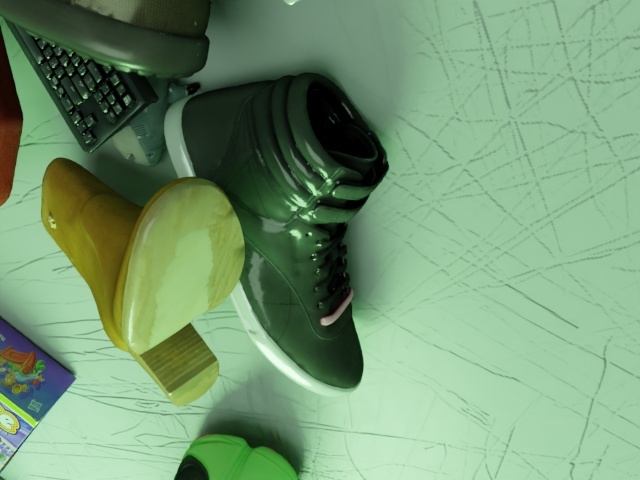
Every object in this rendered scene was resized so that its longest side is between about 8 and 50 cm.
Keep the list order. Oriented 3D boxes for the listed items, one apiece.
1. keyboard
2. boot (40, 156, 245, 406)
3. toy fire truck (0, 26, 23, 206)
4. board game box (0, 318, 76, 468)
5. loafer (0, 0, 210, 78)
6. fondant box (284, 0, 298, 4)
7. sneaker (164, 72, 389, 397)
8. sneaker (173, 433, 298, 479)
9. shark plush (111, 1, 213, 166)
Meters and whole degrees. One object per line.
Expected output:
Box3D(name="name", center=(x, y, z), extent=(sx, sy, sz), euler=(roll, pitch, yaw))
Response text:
Box3D(name="keyboard", center=(-0.194, -0.170, 0.628), extent=(0.108, 0.023, 0.180), euler=(-35, 84, 18))
Box3D(name="boot", center=(-0.163, -0.003, 0.643), extent=(0.211, 0.104, 0.295), euler=(47, 151, 22))
Box3D(name="toy fire truck", center=(-0.399, -0.151, 0.687), extent=(0.302, 0.169, 0.254), euler=(17, 105, 9))
Box3D(name="board game box", center=(-0.483, 0.132, 0.924), extent=(0.347, 0.078, 0.233), euler=(40, 125, -6))
Box3D(name="loafer", center=(-0.232, -0.233, 0.552), extent=(0.366, 0.134, 0.130), euler=(22, 106, 0))
Box3D(name="fondant box", center=(-0.010, -0.345, 0.453), extent=(0.238, 0.096, 0.330), euler=(-27, 109, 31))
Box3D(name="sneaker", center=(0.000, 0.000, 0.649), extent=(0.147, 0.104, 0.296), euler=(-16, 109, 33))
Box3D(name="sneaker", center=(-0.146, 0.431, 0.905), extent=(0.185, 0.202, 0.483), euler=(15, 123, 12))
Box3D(name="shark plush", center=(-0.134, -0.136, 0.668), extent=(0.067, 0.073, 0.161), euler=(24, 111, -23))
